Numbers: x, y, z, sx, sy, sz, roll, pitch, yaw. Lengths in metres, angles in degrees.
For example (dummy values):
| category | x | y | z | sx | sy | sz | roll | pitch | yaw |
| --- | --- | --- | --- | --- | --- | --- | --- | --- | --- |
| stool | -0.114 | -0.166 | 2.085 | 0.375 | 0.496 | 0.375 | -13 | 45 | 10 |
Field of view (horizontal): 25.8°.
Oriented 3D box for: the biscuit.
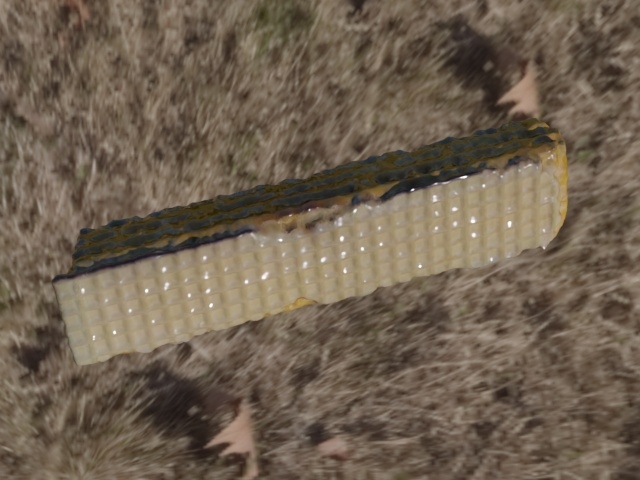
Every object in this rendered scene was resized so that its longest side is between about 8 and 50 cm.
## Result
| category | x | y | z | sx | sy | sz | roll | pitch | yaw |
| --- | --- | --- | --- | --- | --- | --- | --- | --- | --- |
| biscuit | 0.000 | 0.000 | 0.995 | 0.379 | 0.054 | 0.094 | -15 | 128 | -11 |
